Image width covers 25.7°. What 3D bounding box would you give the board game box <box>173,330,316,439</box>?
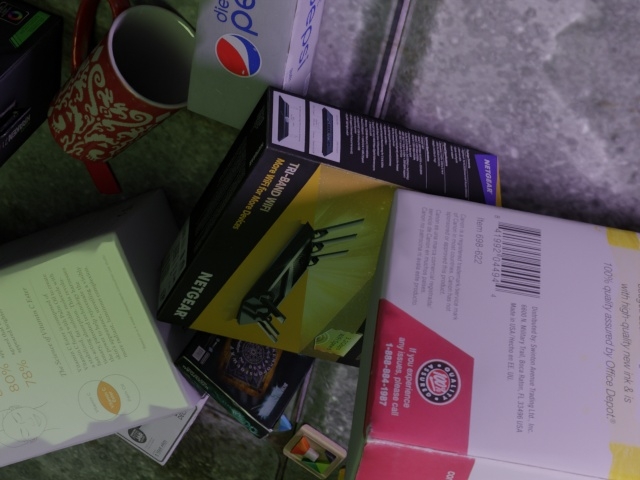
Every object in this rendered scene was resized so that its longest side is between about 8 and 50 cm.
[{"bbox_3d":[-0.065,0.110,1.530,0.126,0.186,0.026,43,136,-9],"label":"board game box"}]

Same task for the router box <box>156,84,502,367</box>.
[{"bbox_3d":[0.000,0.000,1.401,0.243,0.081,0.309,15,141,-19],"label":"router box"}]

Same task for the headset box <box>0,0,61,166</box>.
[{"bbox_3d":[-0.438,-0.164,1.465,0.283,0.246,0.131,25,137,11],"label":"headset box"}]

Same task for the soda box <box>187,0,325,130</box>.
[{"bbox_3d":[-0.050,-0.233,1.283,0.098,0.091,0.286,22,136,10],"label":"soda box"}]

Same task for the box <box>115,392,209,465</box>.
[{"bbox_3d":[-0.272,0.136,1.753,0.290,0.087,0.169,33,137,1],"label":"box"}]

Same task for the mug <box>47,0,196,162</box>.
[{"bbox_3d":[-0.204,-0.169,1.447,0.113,0.150,0.169,12,153,-32],"label":"mug"}]

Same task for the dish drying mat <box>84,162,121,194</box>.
[{"bbox_3d":[-0.256,-0.087,1.600,0.032,0.008,0.083,-2,127,31],"label":"dish drying mat"}]

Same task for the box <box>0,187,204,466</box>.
[{"bbox_3d":[-0.309,0.110,1.584,0.345,0.168,0.215,-18,104,18],"label":"box"}]

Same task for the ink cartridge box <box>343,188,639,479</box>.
[{"bbox_3d":[0.228,0.134,1.236,0.385,0.279,0.160,10,138,0],"label":"ink cartridge box"}]

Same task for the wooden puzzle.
[{"bbox_3d":[-0.008,0.268,1.766,0.116,0.014,0.078,30,137,5],"label":"wooden puzzle"}]
